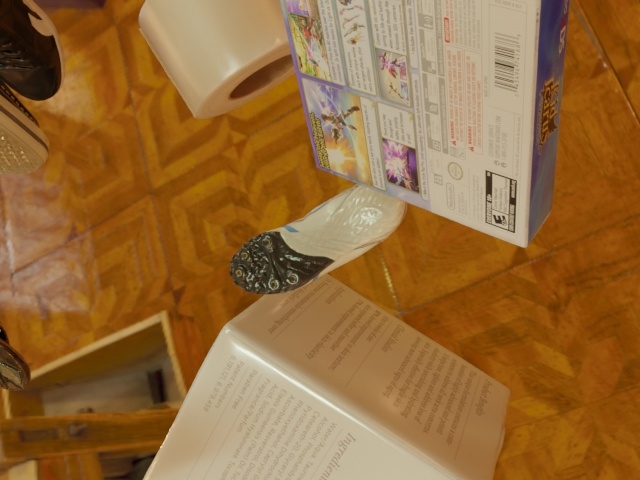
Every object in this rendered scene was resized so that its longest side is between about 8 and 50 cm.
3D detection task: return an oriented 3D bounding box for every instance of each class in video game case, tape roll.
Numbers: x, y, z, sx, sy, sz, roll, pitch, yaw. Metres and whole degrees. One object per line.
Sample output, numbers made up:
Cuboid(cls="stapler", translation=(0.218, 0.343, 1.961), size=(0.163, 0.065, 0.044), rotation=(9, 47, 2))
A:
Cuboid(cls="video game case", translation=(0.086, -0.141, 0.663), size=(0.244, 0.269, 0.061), rotation=(24, 57, 30))
Cuboid(cls="tape roll", translation=(-0.130, -0.321, 1.157), size=(0.246, 0.246, 0.169), rotation=(-32, 91, 21))

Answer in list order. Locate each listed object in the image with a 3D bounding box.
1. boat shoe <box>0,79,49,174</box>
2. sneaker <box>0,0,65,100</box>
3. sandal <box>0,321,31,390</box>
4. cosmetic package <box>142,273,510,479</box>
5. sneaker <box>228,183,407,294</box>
Cuboid(cls="boat shoe", translation=(-0.498, -0.255, 0.856), size=(0.187, 0.500, 0.155), rotation=(-10, 51, 34))
Cuboid(cls="sneaker", translation=(-0.281, -0.167, 0.616), size=(0.079, 0.216, 0.121), rotation=(-3, 55, 4))
Cuboid(cls="sandal", translation=(-0.471, 0.125, 1.028), size=(0.219, 0.060, 0.089), rotation=(24, 131, 23))
Cuboid(cls="cosmetic package", translation=(0.019, 0.297, 1.117), size=(0.394, 0.329, 0.327), rotation=(32, 111, 10))
Cuboid(cls="sneaker", translation=(0.000, 0.000, 0.929), size=(0.237, 0.086, 0.085), rotation=(-26, 86, 7))
